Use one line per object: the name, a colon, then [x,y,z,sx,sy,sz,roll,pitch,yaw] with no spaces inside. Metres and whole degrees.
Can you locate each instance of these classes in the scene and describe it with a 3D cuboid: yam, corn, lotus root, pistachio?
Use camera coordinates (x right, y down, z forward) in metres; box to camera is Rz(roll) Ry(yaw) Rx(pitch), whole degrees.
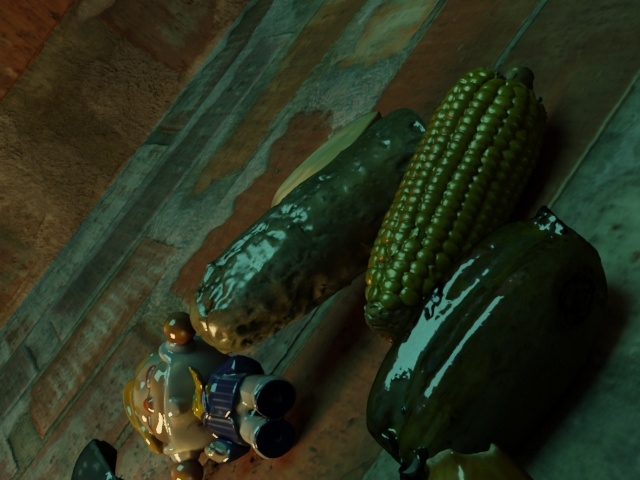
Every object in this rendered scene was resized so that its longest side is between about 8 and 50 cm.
yam: [0.000,0.000,1.195,0.330,0.133,0.133,-38,17,-14]
corn: [0.136,-0.043,1.092,0.119,0.119,0.321,-11,49,61]
lotus root: [0.131,0.088,0.866,0.241,0.123,0.124,-50,49,-4]
pistachio: [0.028,-0.062,1.334,0.200,0.117,0.145,-43,-4,10]

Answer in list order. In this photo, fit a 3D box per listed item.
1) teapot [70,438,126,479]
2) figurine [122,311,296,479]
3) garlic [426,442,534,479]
teapot: [-0.198,0.374,0.884,0.361,0.305,0.376,-48,39,-10]
figurine: [-0.121,0.171,1.252,0.274,0.133,0.193,-32,70,49]
garlic: [0.105,0.237,0.683,0.206,0.115,0.128,-71,-11,-48]
